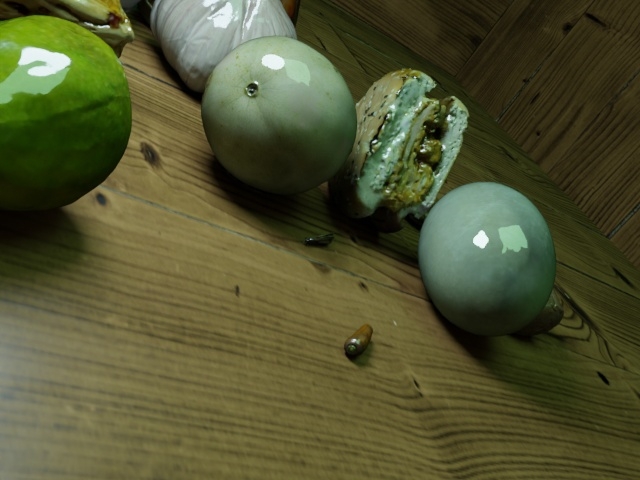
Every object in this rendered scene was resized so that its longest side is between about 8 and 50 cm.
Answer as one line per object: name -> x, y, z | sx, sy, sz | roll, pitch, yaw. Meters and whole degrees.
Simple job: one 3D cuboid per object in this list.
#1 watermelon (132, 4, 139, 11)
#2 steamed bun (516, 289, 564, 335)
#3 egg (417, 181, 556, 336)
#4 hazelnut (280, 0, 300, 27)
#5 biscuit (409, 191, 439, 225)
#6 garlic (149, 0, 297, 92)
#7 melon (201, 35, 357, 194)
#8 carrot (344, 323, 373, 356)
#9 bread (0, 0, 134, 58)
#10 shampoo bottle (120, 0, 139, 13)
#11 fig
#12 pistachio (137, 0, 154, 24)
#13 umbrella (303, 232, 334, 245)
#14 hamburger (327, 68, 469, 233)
watermelon -> -0.394, -0.568, 1.778 | 0.094, 0.081, 0.180 | 21, 6, 33
steamed bun -> 0.418, 0.132, 1.541 | 0.175, 0.106, 0.144 | 13, 35, -17
egg -> 0.311, 0.029, 1.380 | 0.259, 0.258, 0.352 | 30, 34, -16
hazelnut -> -0.206, -0.661, 1.902 | 0.366, 0.365, 0.365 | 30, 24, -15
biscuit -> 0.211, -0.125, 1.792 | 0.197, 0.049, 0.301 | 36, 23, -12
garlic -> -0.200, -0.437, 1.527 | 0.318, 0.259, 0.317 | 26, 38, -22
melon -> -0.069, -0.211, 1.290 | 0.268, 0.268, 0.330 | 43, 3, 13
carrot -> 0.060, 0.148, 1.092 | 0.032, 0.032, 0.093 | 40, 19, 7
bread -> -0.494, -0.425, 1.216 | 0.325, 0.167, 0.277 | 27, 23, -43
shampoo bottle -> -0.452, -0.595, 1.462 | 0.273, 0.266, 0.273 | 34, 19, -13
fig -> -0.367, -0.141, 0.809 | 0.314, 0.233, 0.233 | -11, 52, -48
pistachio -> -0.332, -0.530, 1.687 | 0.206, 0.129, 0.131 | 42, 28, -4
umbrella -> -0.001, -0.002, 1.295 | 0.083, 0.031, 0.020 | -1, 75, -52
hamburger -> 0.142, -0.176, 1.496 | 0.195, 0.317, 0.277 | 26, -7, -20
